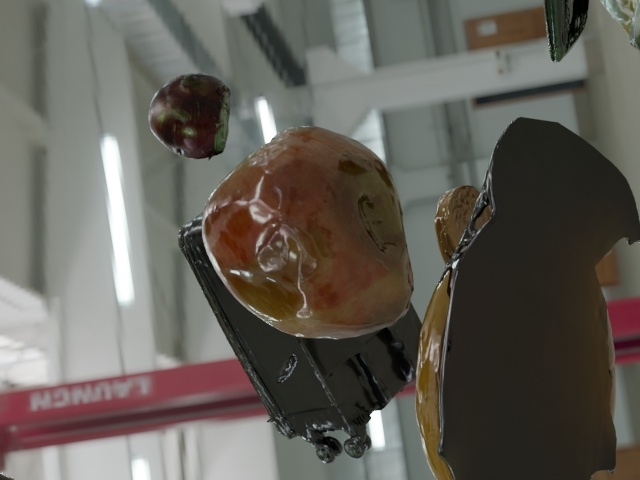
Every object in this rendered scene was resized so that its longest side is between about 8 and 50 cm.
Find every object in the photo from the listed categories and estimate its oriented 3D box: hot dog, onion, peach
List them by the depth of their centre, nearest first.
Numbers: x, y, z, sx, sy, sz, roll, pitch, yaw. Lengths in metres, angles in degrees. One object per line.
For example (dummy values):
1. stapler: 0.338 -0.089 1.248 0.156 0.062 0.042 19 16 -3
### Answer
1. hot dog: 0.165 0.087 1.139 0.326 0.194 0.107 -69 10 -17
2. peach: 0.000 0.000 1.543 0.235 0.214 0.214 48 -167 -5
3. onion: -0.169 -0.164 1.895 0.117 0.118 0.119 -74 -25 -57

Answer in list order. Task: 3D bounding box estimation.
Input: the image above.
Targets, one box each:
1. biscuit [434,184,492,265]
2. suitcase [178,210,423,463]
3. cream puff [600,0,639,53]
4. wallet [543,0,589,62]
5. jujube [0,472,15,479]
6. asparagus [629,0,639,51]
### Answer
1. biscuit: 0.222 0.054 1.764 0.339 0.047 0.216 41 -135 -42
2. suitcase: -0.013 0.085 2.187 0.283 0.194 0.434 -39 -73 -45
3. cream puff: 0.649 -0.402 2.348 0.378 0.378 0.275 54 -148 -73
4. wallet: 0.257 -0.322 1.556 0.160 0.055 0.236 -52 -43 -60
5. jujube: -0.412 0.402 1.558 0.258 0.258 0.377 -85 17 -60
6. asparagus: 0.299 -0.278 1.154 0.067 0.060 0.278 -10 -66 -57
